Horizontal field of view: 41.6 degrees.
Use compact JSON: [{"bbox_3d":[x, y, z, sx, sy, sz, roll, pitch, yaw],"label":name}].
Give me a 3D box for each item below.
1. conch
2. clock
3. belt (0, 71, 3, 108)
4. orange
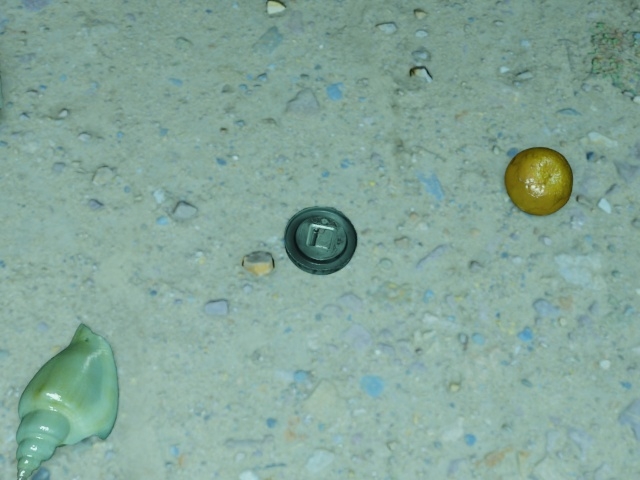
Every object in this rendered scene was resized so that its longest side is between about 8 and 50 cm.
[{"bbox_3d":[-0.244,0.158,0.812,0.088,0.065,0.180,15,51,5],"label":"conch"},{"bbox_3d":[0.000,0.000,0.954,0.085,0.017,0.085,2,60,-4],"label":"clock"},{"bbox_3d":[-0.448,-0.074,0.844,0.117,0.212,0.347,15,64,5],"label":"belt"},{"bbox_3d":[0.256,-0.070,0.988,0.083,0.070,0.083,2,76,-6],"label":"orange"}]
